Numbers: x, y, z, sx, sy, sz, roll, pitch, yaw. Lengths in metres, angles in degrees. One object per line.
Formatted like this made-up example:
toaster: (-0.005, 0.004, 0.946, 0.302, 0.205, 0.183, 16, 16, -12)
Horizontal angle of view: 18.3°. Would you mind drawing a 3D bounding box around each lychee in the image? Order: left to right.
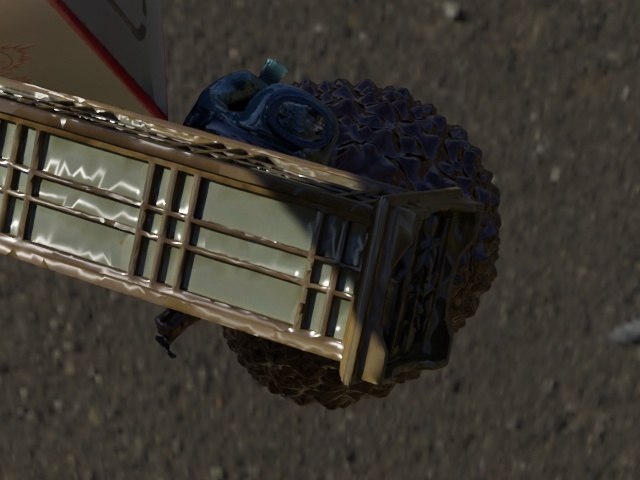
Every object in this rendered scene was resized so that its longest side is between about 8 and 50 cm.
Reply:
lychee: (0.000, 0.000, 1.531, 0.300, 0.264, 0.264, -26, 60, -20)

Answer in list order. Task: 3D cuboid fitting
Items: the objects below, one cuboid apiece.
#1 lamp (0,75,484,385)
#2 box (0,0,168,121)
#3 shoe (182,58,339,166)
lamp: (-0.090, -0.019, 0.958, 0.325, 0.090, 0.089, 17, 101, 25)
box: (-0.291, -0.241, 1.379, 0.312, 0.314, 0.300, -7, 74, 10)
shoe: (-0.038, -0.043, 1.156, 0.091, 0.106, 0.207, 27, 17, -19)
